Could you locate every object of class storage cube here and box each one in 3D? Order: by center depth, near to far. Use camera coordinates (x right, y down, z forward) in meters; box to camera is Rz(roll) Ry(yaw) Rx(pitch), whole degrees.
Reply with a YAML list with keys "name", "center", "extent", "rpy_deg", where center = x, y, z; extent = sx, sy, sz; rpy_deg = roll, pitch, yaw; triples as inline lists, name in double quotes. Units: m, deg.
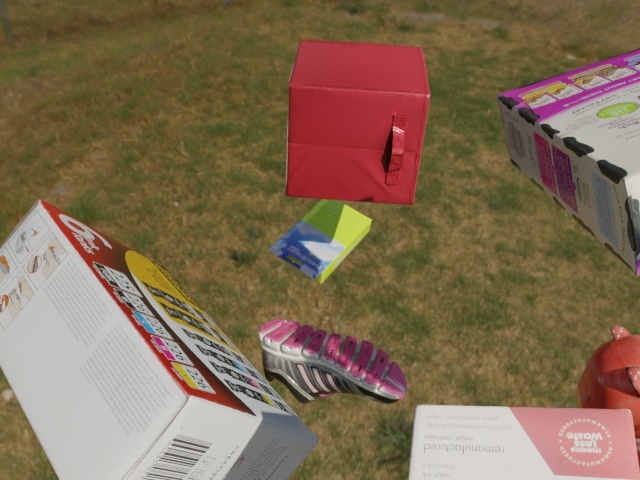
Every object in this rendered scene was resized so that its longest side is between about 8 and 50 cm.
- name: "storage cube"
  center: [0.052, -0.181, 1.021]
  extent: [0.193, 0.183, 0.215]
  rpy_deg: [4, 35, 1]

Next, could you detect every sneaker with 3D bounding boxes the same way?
- name: "sneaker"
  center: [0.009, 0.145, 0.736]
  extent: [0.170, 0.074, 0.063]
  rpy_deg: [17, 31, 11]

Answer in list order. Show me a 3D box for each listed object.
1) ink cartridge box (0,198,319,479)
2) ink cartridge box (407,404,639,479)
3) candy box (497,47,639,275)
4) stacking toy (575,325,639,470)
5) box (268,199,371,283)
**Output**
- name: "ink cartridge box"
  center: [-0.163, 0.133, 0.681]
  extent: [0.130, 0.272, 0.309]
  rpy_deg: [-50, 53, 0]
- name: "ink cartridge box"
  center: [0.098, 0.182, 0.322]
  extent: [0.115, 0.067, 0.198]
  rpy_deg: [-4, 47, 19]
- name: "candy box"
  center: [0.247, -0.076, 0.499]
  extent: [0.159, 0.071, 0.233]
  rpy_deg: [-18, 24, 4]
- name: "stacking toy"
  center: [0.244, 0.224, 0.565]
  extent: [0.279, 0.130, 0.309]
  rpy_deg: [-31, 19, 10]
- name: "box"
  center: [0.000, 0.000, 1.230]
  extent: [0.109, 0.042, 0.178]
  rpy_deg: [31, 55, 20]
